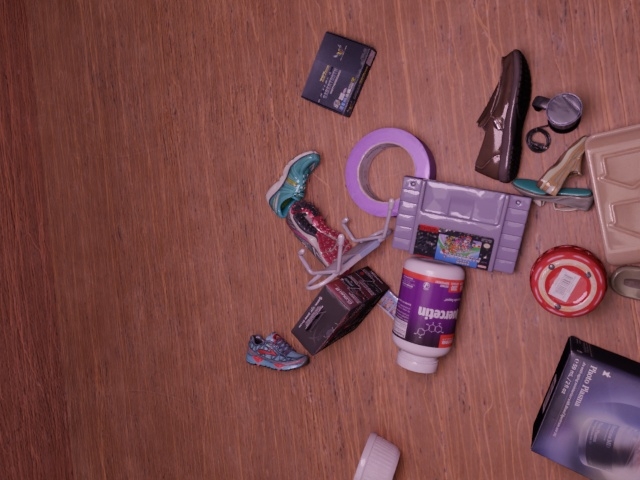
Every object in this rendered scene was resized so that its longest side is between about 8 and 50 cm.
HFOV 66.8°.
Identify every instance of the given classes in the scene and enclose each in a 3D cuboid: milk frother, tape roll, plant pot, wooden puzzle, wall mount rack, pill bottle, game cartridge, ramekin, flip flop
[{"bbox_3d":[0.621,-0.310,1.299,0.129,0.134,0.143,13,98,27],"label":"milk frother"},{"bbox_3d":[0.220,-0.211,1.533,0.274,0.090,0.275,1,92,27],"label":"tape roll"},{"bbox_3d":[0.654,0.111,1.279,0.191,0.174,0.191,2,94,25],"label":"plant pot"},{"bbox_3d":[0.867,-0.129,1.215,0.322,0.080,0.348,-11,92,25],"label":"wooden puzzle"},{"bbox_3d":[0.088,0.004,1.446,0.131,0.350,0.304,59,152,-9],"label":"wall mount rack"},{"bbox_3d":[0.316,0.219,1.448,0.181,0.181,0.323,11,97,26],"label":"pill bottle"},{"bbox_3d":[0.396,-0.045,1.397,0.354,0.068,0.230,12,102,18],"label":"game cartridge"},{"bbox_3d":[0.176,0.728,1.532,0.109,0.207,0.207,19,101,16],"label":"ramekin"},{"bbox_3d":[0.884,0.120,1.212,0.277,0.080,0.112,9,96,26],"label":"flip flop"}]

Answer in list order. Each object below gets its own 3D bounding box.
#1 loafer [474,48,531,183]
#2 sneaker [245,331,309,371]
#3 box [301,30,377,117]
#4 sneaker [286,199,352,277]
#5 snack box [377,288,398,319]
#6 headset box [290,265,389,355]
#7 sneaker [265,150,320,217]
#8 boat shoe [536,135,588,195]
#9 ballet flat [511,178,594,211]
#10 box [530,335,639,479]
[{"bbox_3d":[0.498,-0.348,1.359,0.130,0.133,0.366,10,93,35],"label":"loafer"},{"bbox_3d":[-0.160,0.394,1.742,0.261,0.104,0.125,2,91,27],"label":"sneaker"},{"bbox_3d":[0.058,-0.553,1.617,0.183,0.059,0.233,30,104,24],"label":"box"},{"bbox_3d":[0.000,0.000,1.651,0.299,0.121,0.112,53,149,5],"label":"sneaker"},{"bbox_3d":[0.206,0.184,1.591,0.178,0.022,0.064,43,110,19],"label":"snack box"},{"bbox_3d":[0.057,0.216,1.501,0.110,0.293,0.218,45,121,18],"label":"headset box"},{"bbox_3d":[-0.080,-0.191,1.671,0.275,0.107,0.110,-51,54,30],"label":"sneaker"},{"bbox_3d":[0.668,-0.194,1.299,0.072,0.068,0.190,43,91,23],"label":"boat shoe"},{"bbox_3d":[0.634,-0.119,1.341,0.213,0.072,0.068,14,129,28],"label":"ballet flat"},{"bbox_3d":[0.741,0.451,1.243,0.294,0.182,0.296,20,101,23],"label":"box"}]
